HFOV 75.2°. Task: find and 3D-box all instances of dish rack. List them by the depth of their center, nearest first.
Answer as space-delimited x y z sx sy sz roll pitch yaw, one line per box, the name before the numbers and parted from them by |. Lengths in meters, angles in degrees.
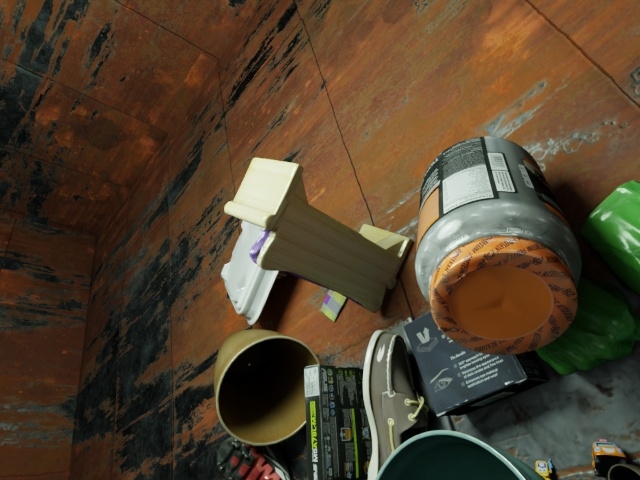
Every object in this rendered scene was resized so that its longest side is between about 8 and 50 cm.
dish rack | -0.197 0.052 1.168 0.285 0.072 0.333 -68 23 4

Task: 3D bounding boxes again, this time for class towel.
towel | 0.035 0.143 0.984 0.060 0.009 0.083 35 102 48

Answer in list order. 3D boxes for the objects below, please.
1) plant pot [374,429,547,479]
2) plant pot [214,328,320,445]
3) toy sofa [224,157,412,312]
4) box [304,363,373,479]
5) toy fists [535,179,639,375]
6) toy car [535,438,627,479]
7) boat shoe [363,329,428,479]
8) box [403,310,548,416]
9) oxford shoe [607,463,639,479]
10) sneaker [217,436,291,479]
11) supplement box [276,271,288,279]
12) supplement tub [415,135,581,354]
plant pot | 0.216 0.407 0.510 0.293 0.196 0.293 -40 37 38
plant pot | -0.155 0.306 0.988 0.254 0.237 0.237 13 85 63
toy sofa | 0.000 0.000 0.810 0.150 0.363 0.177 22 87 49
box | 0.054 0.328 0.754 0.045 0.184 0.190 -25 58 38
toy fists | 0.393 0.060 0.553 0.279 0.096 0.142 -54 30 20
toy car | 0.338 0.289 0.553 0.122 0.060 0.040 -24 26 33
boat shoe | 0.141 0.319 0.718 0.097 0.117 0.324 -13 69 40
box | 0.243 0.179 0.672 0.156 0.093 0.158 -39 50 31
oxford shoe | 0.343 0.304 0.400 0.096 0.227 0.082 18 99 13
sneaker | -0.102 0.540 0.913 0.276 0.135 0.097 38 92 25
supplement box | -0.104 0.063 1.136 0.083 0.055 0.043 -47 45 27
supplement tub | 0.234 -0.009 0.584 0.194 0.193 0.316 -38 16 33
